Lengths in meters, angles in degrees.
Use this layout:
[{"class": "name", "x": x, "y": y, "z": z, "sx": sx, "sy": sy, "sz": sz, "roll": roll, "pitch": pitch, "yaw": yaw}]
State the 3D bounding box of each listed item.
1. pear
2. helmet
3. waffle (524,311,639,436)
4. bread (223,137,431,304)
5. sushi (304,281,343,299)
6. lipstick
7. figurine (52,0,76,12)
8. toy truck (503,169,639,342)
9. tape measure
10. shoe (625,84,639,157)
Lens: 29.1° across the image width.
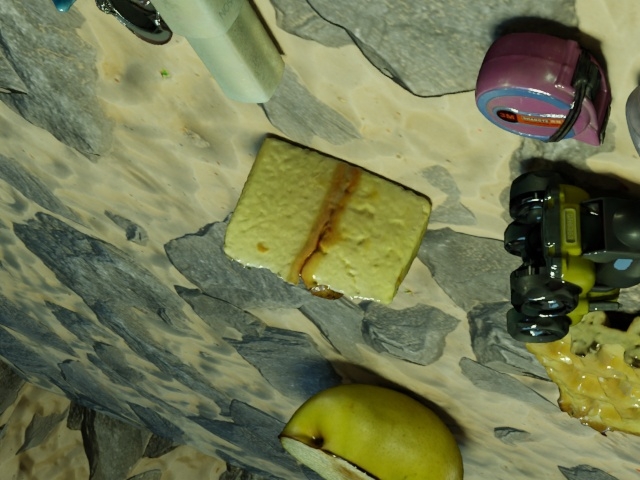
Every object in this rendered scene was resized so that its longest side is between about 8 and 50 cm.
[{"class": "pear", "x": 0.111, "y": 0.372, "z": 2.262, "sx": 0.340, "sy": 0.191, "sz": 0.386, "roll": 15, "pitch": 156, "yaw": 37}, {"class": "helmet", "x": -0.191, "y": -0.269, "z": 1.300, "sx": 0.098, "sy": 0.070, "sz": 0.123, "roll": 21, "pitch": 166, "yaw": 30}, {"class": "waffle", "x": 0.456, "y": 0.195, "z": 1.619, "sx": 0.348, "sy": 0.078, "sz": 0.304, "roll": 10, "pitch": 154, "yaw": 36}, {"class": "bread", "x": 0.000, "y": 0.000, "z": 1.553, "sx": 0.240, "sy": 0.178, "sz": 0.135, "roll": 20, "pitch": 157, "yaw": 10}, {"class": "sushi", "x": 0.001, "y": 0.061, "z": 1.852, "sx": 0.060, "sy": 0.062, "sz": 0.118, "roll": 5, "pitch": 154, "yaw": 18}, {"class": "lipstick", "x": -0.115, "y": -0.241, "z": 1.267, "sx": 0.077, "sy": 0.079, "sz": 0.253, "roll": 9, "pitch": 154, "yaw": 30}, {"class": "figurine", "x": -0.166, "y": -0.328, "z": 0.942, "sx": 0.242, "sy": 0.298, "sz": 0.416, "roll": -13, "pitch": 154, "yaw": 4}, {"class": "toy truck", "x": 0.288, "y": 0.024, "z": 1.356, "sx": 0.165, "sy": 0.147, "sz": 0.224, "roll": 0, "pitch": 158, "yaw": 5}, {"class": "tape measure", "x": 0.206, "y": -0.139, "z": 1.142, "sx": 0.118, "sy": 0.074, "sz": 0.125, "roll": 12, "pitch": 160, "yaw": 21}, {"class": "shoe", "x": 0.380, "y": -0.063, "z": 1.079, "sx": 0.245, "sy": 0.137, "sz": 0.095, "roll": 50, "pitch": -165, "yaw": 11}]
